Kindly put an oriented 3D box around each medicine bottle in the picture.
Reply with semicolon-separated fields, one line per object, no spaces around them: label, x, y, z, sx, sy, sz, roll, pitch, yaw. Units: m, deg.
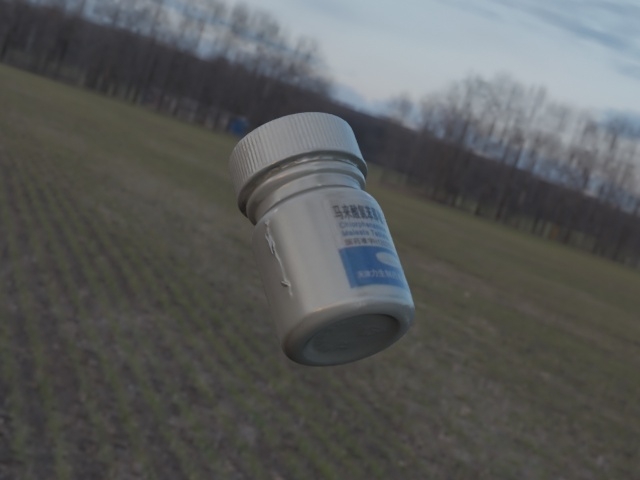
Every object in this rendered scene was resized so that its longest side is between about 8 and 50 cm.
medicine bottle;0.000;0.000;1.004;0.105;0.105;0.168;14;48;-47
